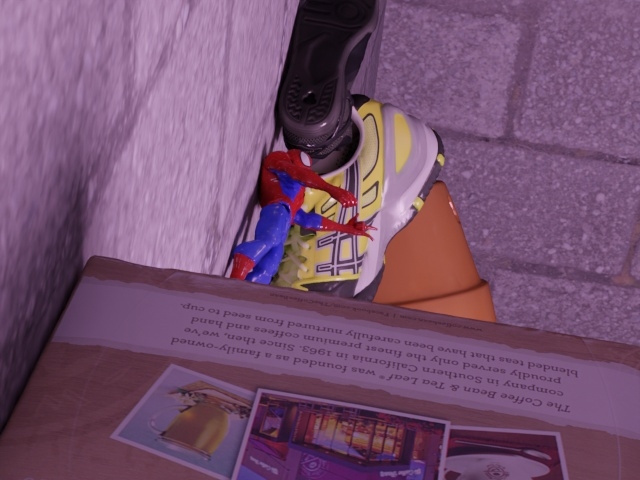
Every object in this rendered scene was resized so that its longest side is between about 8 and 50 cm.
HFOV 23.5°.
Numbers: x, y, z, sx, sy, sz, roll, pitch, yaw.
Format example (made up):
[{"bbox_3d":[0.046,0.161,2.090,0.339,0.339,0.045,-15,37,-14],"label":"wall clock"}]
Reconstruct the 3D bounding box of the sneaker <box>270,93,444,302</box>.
[{"bbox_3d":[0.000,0.000,1.850,0.145,0.147,0.384,-4,-124,59],"label":"sneaker"}]

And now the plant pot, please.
[{"bbox_3d":[0.080,0.031,2.056,0.291,0.291,0.203,-41,124,-83],"label":"plant pot"}]

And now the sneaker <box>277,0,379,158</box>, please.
[{"bbox_3d":[0.007,-0.186,1.723,0.130,0.087,0.227,95,8,-62],"label":"sneaker"}]

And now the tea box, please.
[{"bbox_3d":[0.001,0.217,0.838,0.220,0.329,0.323,-74,173,-54],"label":"tea box"}]

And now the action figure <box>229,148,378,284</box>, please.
[{"bbox_3d":[-0.013,-0.003,1.548,0.280,0.139,0.091,-79,178,-51],"label":"action figure"}]
